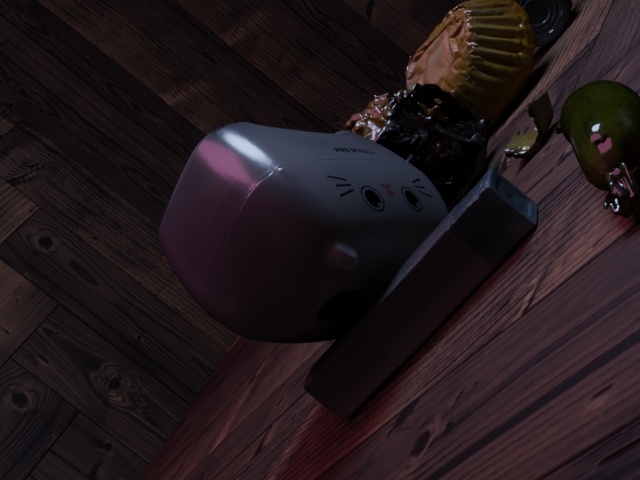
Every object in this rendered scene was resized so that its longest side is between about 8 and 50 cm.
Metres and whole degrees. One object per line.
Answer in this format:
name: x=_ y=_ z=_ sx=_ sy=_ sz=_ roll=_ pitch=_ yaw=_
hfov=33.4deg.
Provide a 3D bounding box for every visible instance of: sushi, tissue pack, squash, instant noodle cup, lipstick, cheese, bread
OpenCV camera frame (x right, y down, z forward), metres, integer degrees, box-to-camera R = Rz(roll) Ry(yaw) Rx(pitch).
sushi: x=0.128 y=-0.124 z=1.595 sx=0.234 sy=0.207 sz=0.348 roll=-58 pitch=2 yaw=2
tissue pack: x=0.000 y=0.000 z=1.267 sx=0.333 sy=0.236 sz=0.229 roll=-2 pitch=-52 yaw=-50
squash: x=0.252 y=-0.098 z=0.939 sx=0.071 sy=0.080 sz=0.318 roll=-12 pitch=15 yaw=10
instant noodle cup: x=0.364 y=-0.414 z=1.870 sx=0.177 sy=0.208 sz=0.125 roll=-11 pitch=26 yaw=2
lipstick: x=0.103 y=0.063 z=1.151 sx=0.317 sy=0.068 sz=0.066 roll=-49 pitch=5 yaw=24
cheese: x=0.268 y=-0.143 z=1.337 sx=0.060 sy=0.041 sz=0.084 roll=-45 pitch=-19 yaw=-58
bread: x=0.252 y=-0.300 z=1.779 sx=0.240 sy=0.139 sz=0.240 roll=-38 pitch=44 yaw=49
